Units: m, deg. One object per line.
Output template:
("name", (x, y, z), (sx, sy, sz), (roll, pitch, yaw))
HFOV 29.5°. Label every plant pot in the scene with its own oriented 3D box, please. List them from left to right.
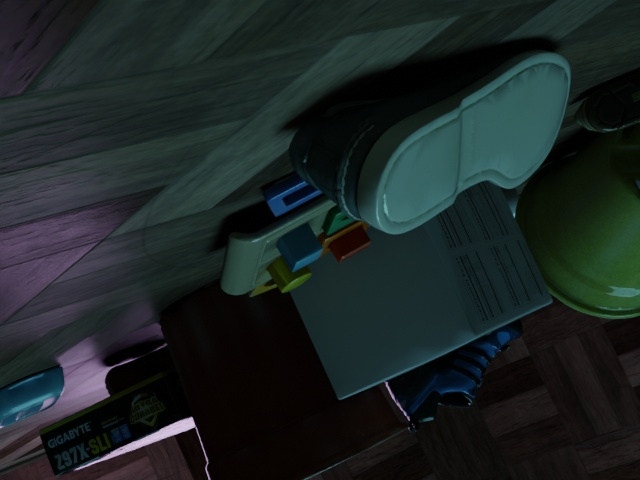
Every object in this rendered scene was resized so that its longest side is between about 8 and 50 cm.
("plant pot", (-0.063, 0.178, 1.566), (0.272, 0.265, 0.272), (-24, 171, -4))
("plant pot", (0.449, -0.062, 1.741), (0.276, 0.276, 0.254), (-22, 161, -20))

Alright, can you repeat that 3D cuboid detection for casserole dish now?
("casserole dish", (-0.399, 0.216, 1.642), (0.114, 0.037, 0.188), (-21, 173, -22))

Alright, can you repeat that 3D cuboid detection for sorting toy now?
("sorting toy", (0.000, 0.000, 1.212), (0.196, 0.047, 0.348), (-24, 167, -15))

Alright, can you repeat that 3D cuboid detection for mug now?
("mug", (0.271, -0.048, 1.900), (0.064, 0.062, 0.078), (-15, 164, -14))

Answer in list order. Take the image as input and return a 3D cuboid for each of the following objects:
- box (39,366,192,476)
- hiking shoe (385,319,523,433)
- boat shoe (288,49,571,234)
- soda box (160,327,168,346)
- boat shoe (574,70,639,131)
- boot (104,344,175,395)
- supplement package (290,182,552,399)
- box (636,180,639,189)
("box", (-0.208, 0.238, 1.786), (0.257, 0.079, 0.322), (-26, 172, 31))
("hiking shoe", (0.225, 0.210, 1.999), (0.304, 0.132, 0.113), (-20, 170, -33))
("boat shoe", (0.099, -0.094, 0.961), (0.099, 0.116, 0.319), (21, -150, 31))
("soda box", (-0.172, 0.142, 1.764), (0.058, 0.063, 0.183), (-25, 173, 7))
("boat shoe", (0.379, -0.170, 1.394), (0.190, 0.068, 0.072), (-14, -177, -11))
("boot", (-0.274, 0.202, 1.912), (0.084, 0.059, 0.158), (-33, 178, 28))
("supplement package", (0.117, 0.044, 1.476), (0.199, 0.198, 0.262), (-28, 172, 29))
("box", (0.553, -0.066, 2.233), (0.343, 0.179, 0.312), (-22, 174, -18))
